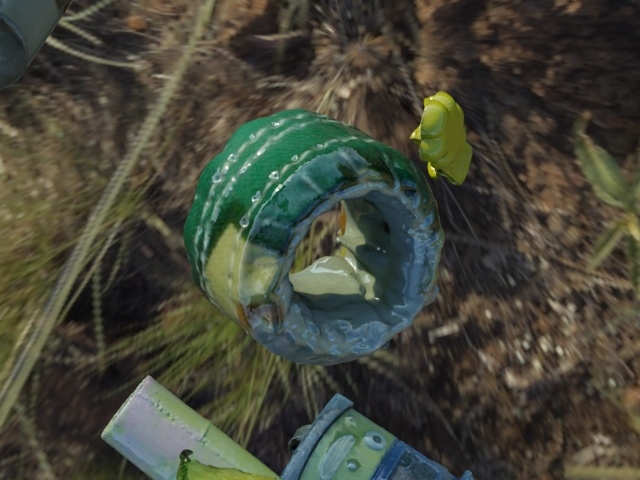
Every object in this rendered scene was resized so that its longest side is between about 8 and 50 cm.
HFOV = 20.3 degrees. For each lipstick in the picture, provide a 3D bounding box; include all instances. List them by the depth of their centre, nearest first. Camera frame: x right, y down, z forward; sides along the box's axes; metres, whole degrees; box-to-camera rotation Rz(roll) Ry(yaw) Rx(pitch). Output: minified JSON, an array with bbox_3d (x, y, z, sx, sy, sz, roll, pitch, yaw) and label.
[{"bbox_3d":[-0.055,0.239,1.570,0.304,0.076,0.076,38,96,-6],"label":"lipstick"}]

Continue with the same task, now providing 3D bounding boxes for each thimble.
[{"bbox_3d":[0.000,0.000,1.931,0.288,0.167,0.254,24,98,-45],"label":"thimble"}]

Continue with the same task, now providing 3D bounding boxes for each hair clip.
[{"bbox_3d":[0.121,-0.097,1.784,0.046,0.173,0.072,13,77,12],"label":"hair clip"}]

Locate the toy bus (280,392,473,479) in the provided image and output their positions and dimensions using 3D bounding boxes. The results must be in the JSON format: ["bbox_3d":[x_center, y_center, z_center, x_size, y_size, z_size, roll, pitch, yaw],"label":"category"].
[{"bbox_3d":[0.012,0.316,1.806,0.190,0.152,0.312,31,140,7],"label":"toy bus"}]

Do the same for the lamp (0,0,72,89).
[{"bbox_3d":[-0.187,-0.190,1.047,0.121,0.214,0.121,6,141,5],"label":"lamp"}]

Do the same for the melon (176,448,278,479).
[{"bbox_3d":[-0.011,0.191,1.157,0.114,0.262,0.053,-32,133,-34],"label":"melon"}]
